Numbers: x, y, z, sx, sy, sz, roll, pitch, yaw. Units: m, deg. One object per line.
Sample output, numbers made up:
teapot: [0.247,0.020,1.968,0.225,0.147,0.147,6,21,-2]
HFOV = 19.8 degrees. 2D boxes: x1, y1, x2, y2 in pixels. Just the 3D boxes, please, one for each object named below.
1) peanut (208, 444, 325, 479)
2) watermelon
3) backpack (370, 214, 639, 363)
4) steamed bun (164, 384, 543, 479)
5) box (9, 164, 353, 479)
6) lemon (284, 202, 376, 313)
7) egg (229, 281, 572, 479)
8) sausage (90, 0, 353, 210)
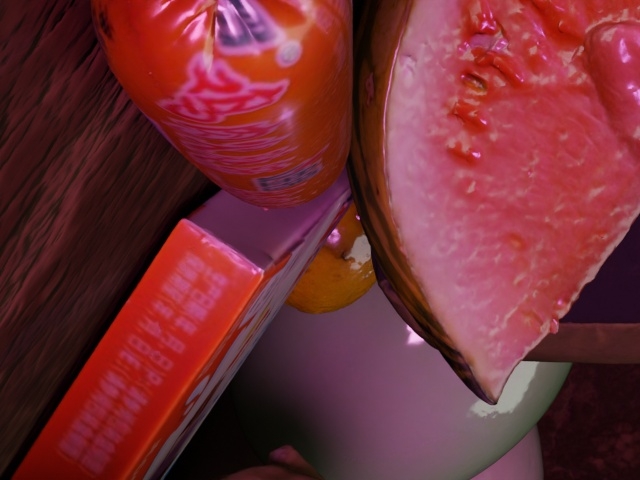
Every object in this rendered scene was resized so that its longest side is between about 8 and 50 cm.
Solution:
peanut: [-0.078,0.236,0.886,0.291,0.143,0.159,-51,167,-8]
watermelon: [0.080,-0.099,0.820,0.303,0.159,0.128,-59,-153,-9]
backpack: [0.126,-0.065,0.903,0.140,0.207,0.253,34,56,-69]
steamed bun: [0.027,0.194,1.510,0.334,0.334,0.374,-55,-178,-12]
box: [-0.081,0.077,0.875,0.273,0.048,0.265,-56,177,19]
lemon: [0.000,0.000,1.049,0.082,0.082,0.110,-54,177,-30]
egg: [0.057,0.057,1.232,0.269,0.220,0.220,-57,177,6]
sausage: [-0.017,-0.040,0.491,0.053,0.053,0.348,-55,177,-2]
